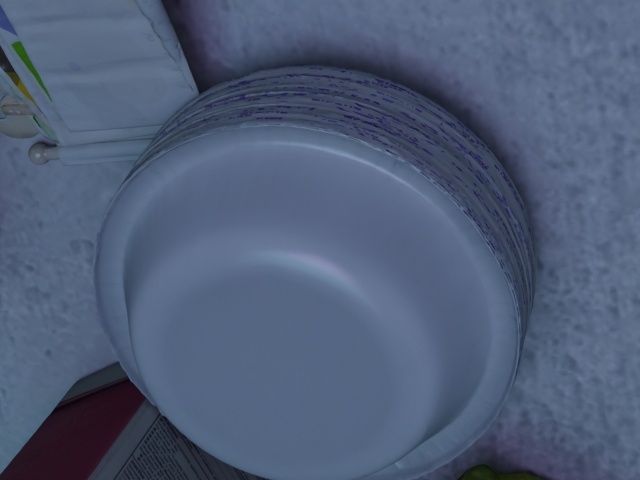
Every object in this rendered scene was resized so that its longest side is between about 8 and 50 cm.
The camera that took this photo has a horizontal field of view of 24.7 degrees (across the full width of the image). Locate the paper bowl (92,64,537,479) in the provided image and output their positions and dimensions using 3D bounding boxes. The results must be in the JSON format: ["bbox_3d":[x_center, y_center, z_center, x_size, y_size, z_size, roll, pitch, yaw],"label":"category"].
[{"bbox_3d":[-0.010,0.042,0.943,0.284,0.148,0.284,8,125,11],"label":"paper bowl"}]

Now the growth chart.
[{"bbox_3d":[-0.157,-0.123,0.953,0.172,0.021,0.237,3,145,12],"label":"growth chart"}]

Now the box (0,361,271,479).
[{"bbox_3d":[-0.139,0.197,1.037,0.127,0.232,0.148,-23,106,26],"label":"box"}]

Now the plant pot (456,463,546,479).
[{"bbox_3d":[0.104,0.306,1.021,0.276,0.276,0.254,33,108,0],"label":"plant pot"}]
